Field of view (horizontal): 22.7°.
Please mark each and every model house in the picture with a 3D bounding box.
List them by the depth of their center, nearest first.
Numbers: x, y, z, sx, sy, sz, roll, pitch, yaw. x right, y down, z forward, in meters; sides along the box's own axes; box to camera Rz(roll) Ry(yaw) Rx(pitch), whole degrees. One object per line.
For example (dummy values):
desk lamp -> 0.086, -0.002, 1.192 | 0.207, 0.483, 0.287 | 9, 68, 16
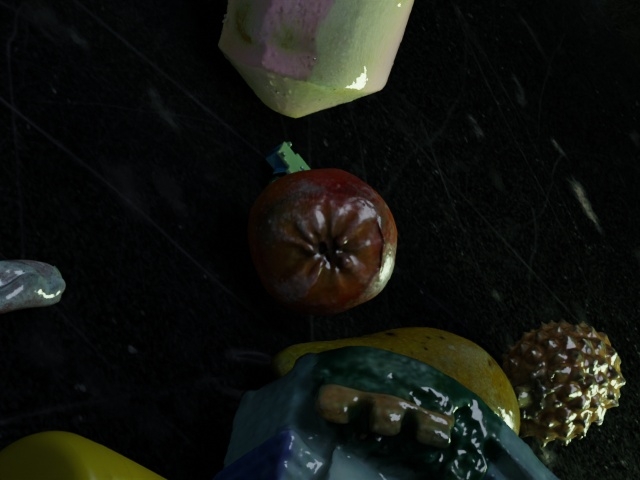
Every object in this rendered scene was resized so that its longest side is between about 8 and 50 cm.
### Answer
model house -> 0.040, 0.305, 1.441 | 0.295, 0.251, 0.329 | 47, 35, -19

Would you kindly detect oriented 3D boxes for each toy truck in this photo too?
toy truck -> 0.011, -0.051, 1.922 | 0.175, 0.081, 0.067 | 51, 26, -13

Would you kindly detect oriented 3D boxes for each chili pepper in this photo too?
chili pepper -> -0.272, 0.040, 1.404 | 0.050, 0.041, 0.153 | 22, 12, 28

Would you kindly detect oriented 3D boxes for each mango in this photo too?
mango -> 0.091, 0.179, 1.730 | 0.176, 0.176, 0.329 | 20, 3, 37

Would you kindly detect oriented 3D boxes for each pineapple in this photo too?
pineapple -> 0.302, 0.189, 2.078 | 0.193, 0.166, 0.166 | -14, 73, -50

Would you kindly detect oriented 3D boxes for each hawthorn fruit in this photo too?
hawthorn fruit -> 0.000, 0.000, 1.768 | 0.173, 0.173, 0.173 | 40, 32, -31

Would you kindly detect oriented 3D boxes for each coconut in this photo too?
coconut -> -0.009, -0.273, 1.969 | 0.233, 0.245, 0.233 | 21, 12, -5

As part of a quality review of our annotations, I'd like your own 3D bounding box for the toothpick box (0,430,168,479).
toothpick box -> -0.142, 0.268, 1.236 | 0.271, 0.175, 0.175 | 34, 35, -43
